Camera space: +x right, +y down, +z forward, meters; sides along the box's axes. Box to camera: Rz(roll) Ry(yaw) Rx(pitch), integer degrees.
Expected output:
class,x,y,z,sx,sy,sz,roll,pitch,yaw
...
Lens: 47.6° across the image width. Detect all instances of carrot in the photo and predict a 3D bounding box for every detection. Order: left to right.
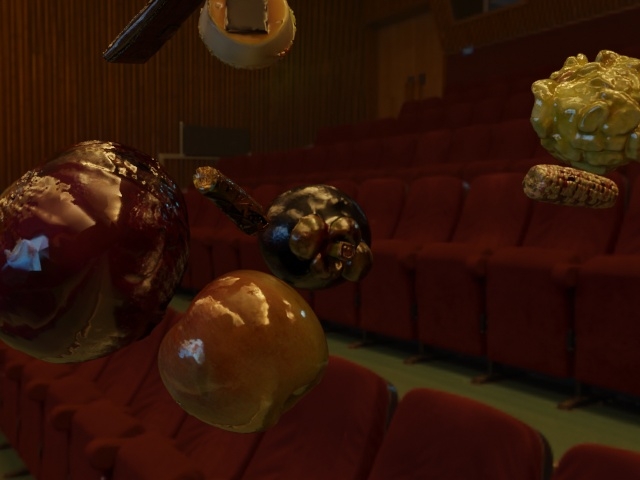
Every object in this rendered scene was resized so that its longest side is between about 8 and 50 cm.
class,x,y,z,sx,sy,sz,roll,pitch,yaw
carrot,-0.170,-0.074,1.421,0.069,0.068,0.228,2,-22,25

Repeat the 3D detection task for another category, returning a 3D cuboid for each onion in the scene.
class,x,y,z,sx,sy,sz,roll,pitch,yaw
onion,-0.332,0.039,1.012,0.337,0.282,0.260,-39,29,14

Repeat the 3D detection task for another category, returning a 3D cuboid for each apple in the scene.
class,x,y,z,sx,sy,sz,roll,pitch,yaw
apple,-0.150,0.236,1.496,0.305,0.338,0.338,40,5,1

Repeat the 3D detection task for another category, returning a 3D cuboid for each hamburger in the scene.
class,x,y,z,sx,sy,sz,roll,pitch,yaw
hamburger,-0.216,-0.636,2.156,0.295,0.275,0.179,-2,-22,-11

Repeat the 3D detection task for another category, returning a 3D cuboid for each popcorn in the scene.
class,x,y,z,sx,sy,sz,roll,pitch,yaw
popcorn,0.441,-0.208,1.165,0.217,0.180,0.235,5,34,9

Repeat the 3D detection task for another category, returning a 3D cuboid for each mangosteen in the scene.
class,x,y,z,sx,sy,sz,roll,pitch,yaw
mangosteen,0.000,0.000,1.689,0.275,0.274,0.302,-1,12,-22

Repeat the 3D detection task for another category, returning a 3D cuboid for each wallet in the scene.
class,x,y,z,sx,sy,sz,roll,pitch,yaw
wallet,-0.350,-0.453,1.526,0.230,0.042,0.124,-38,-8,28

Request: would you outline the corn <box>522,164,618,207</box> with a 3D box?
class,x,y,z,sx,sy,sz,roll,pitch,yaw
corn,0.570,-0.118,1.628,0.254,0.086,0.086,7,0,-23
